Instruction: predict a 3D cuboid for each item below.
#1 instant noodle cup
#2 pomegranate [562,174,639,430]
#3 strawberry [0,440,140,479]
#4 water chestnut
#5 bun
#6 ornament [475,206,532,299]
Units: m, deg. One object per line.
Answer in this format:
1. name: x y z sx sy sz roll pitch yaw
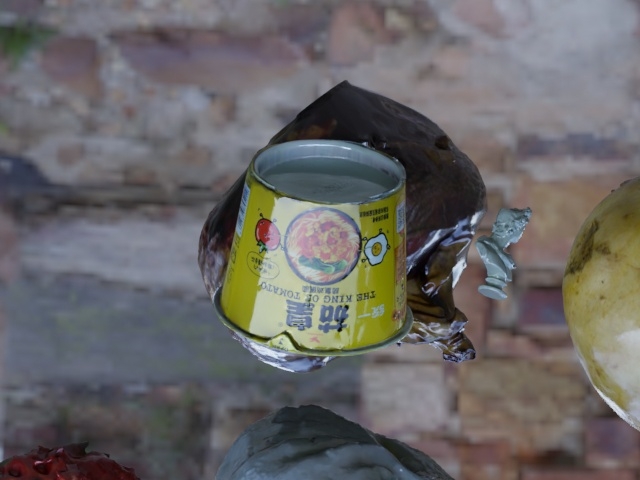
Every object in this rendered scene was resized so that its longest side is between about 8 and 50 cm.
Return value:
1. instant noodle cup: 0.000 0.000 1.679 0.182 0.144 0.182 5 -155 -2
2. pomegranate: 0.337 0.054 1.673 0.260 0.260 0.260 1 164 0
3. strawberry: -0.214 0.300 1.607 0.205 0.244 0.205 -25 155 -12
4. water chestnut: 0.045 0.018 2.082 0.335 0.347 0.335 -36 163 -13
5. bun: 0.053 0.306 1.975 0.354 0.194 0.354 32 -175 -3
6. ornament: 0.179 0.012 1.883 0.041 0.092 0.068 8 -171 32
